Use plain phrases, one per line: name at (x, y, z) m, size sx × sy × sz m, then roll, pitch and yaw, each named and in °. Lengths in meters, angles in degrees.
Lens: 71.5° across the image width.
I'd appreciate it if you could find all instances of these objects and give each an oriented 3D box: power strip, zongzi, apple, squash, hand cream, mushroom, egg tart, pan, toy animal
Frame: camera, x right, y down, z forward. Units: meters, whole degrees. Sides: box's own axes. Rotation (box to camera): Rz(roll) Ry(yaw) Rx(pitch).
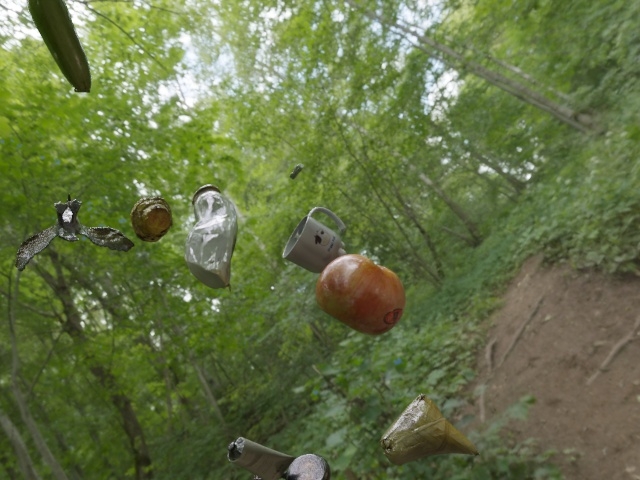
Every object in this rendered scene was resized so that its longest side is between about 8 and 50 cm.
power strip at (-0.059, -0.175, 1.125) m, size 0.040 × 0.016 × 0.090 m, roll -52°, pitch 6°, yaw 11°
zongzi at (0.269, 0.514, 1.113) m, size 0.195 × 0.197 × 0.099 m, roll -35°, pitch -32°, yaw -24°
apple at (0.098, 0.123, 1.022) m, size 0.164 × 0.210 × 0.209 m, roll -61°, pitch -29°, yaw -5°
squash at (-0.495, -0.382, 0.851) m, size 0.066 × 0.066 × 0.200 m, roll -34°, pitch -52°, yaw -33°
hand cream at (-0.145, 0.517, 1.048) m, size 0.186 × 0.054 × 0.087 m, roll 42°, pitch -97°, yaw -31°
mushroom at (-0.234, -0.021, 0.975) m, size 0.110 × 0.351 × 0.097 m, roll -20°, pitch -53°, yaw 2°
egg tart at (-0.450, -0.057, 1.212) m, size 0.130 × 0.052 × 0.130 m, roll -9°, pitch -79°, yaw -53°
pan at (-0.077, 0.587, 1.120) m, size 0.114 × 0.212 × 0.040 m, roll -63°, pitch -41°, yaw -58°
toy animal at (-0.616, -0.047, 1.114) m, size 0.273 × 0.197 × 0.160 m, roll -3°, pitch -19°, yaw -25°

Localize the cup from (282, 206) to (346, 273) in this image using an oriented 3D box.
cup at (-0.007, 0.010, 1.236) m, size 0.134 × 0.142 × 0.173 m, roll -52°, pitch 15°, yaw 34°
